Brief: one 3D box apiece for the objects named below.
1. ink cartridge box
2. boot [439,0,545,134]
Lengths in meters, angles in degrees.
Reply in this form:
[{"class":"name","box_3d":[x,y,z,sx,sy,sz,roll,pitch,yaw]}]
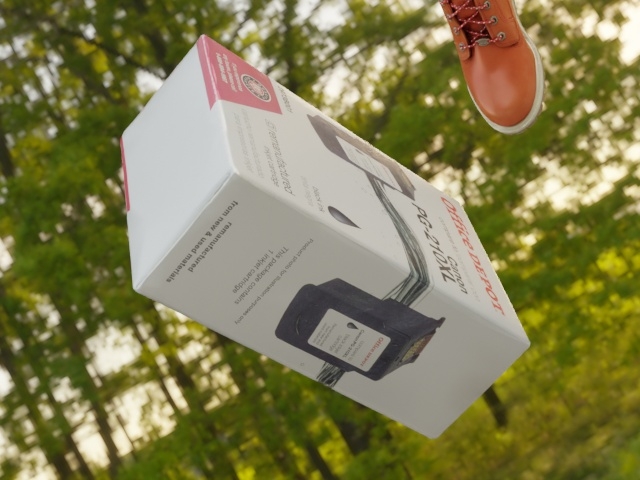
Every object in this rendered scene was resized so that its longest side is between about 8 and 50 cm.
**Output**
[{"class":"ink cartridge box","box_3d":[0.000,0.000,0.758,0.100,0.237,0.172,-48,31,21]},{"class":"boot","box_3d":[0.113,-0.153,0.853,0.059,0.158,0.084,-19,-11,26]}]
